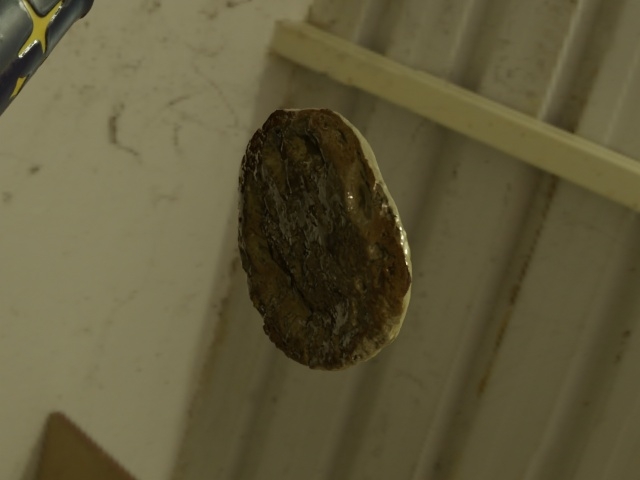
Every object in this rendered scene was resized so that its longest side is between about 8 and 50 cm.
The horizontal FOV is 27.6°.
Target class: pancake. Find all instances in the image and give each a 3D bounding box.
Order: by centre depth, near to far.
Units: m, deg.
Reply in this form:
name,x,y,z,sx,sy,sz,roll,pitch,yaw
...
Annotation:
name,x,y,z,sx,sy,sz,roll,pitch,yaw
pancake,-0.001,0.001,0.697,0.151,0.025,0.152,22,-63,53

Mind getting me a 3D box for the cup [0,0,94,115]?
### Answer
name,x,y,z,sx,sy,sz,roll,pitch,yaw
cup,-0.309,-0.159,0.905,0.178,0.256,0.255,17,-31,21
